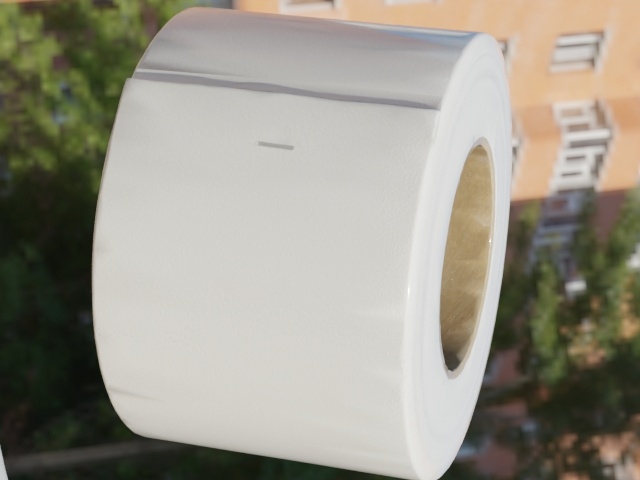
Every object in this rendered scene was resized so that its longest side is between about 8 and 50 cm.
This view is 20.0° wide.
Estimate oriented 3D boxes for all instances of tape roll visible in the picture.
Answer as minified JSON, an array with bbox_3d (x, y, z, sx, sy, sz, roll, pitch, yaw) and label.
[{"bbox_3d":[0.000,0.000,0.996,0.246,0.169,0.246,8,90,-75],"label":"tape roll"}]

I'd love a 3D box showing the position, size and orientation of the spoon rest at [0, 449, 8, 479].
[{"bbox_3d":[-0.125,0.076,0.657,0.084,0.276,0.137,-58,170,-15],"label":"spoon rest"}]
